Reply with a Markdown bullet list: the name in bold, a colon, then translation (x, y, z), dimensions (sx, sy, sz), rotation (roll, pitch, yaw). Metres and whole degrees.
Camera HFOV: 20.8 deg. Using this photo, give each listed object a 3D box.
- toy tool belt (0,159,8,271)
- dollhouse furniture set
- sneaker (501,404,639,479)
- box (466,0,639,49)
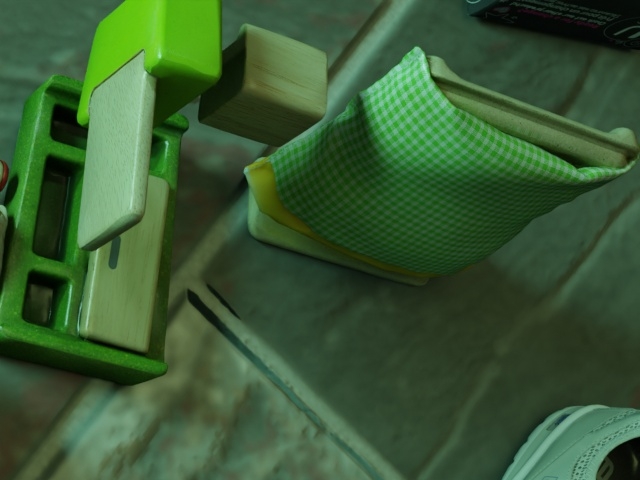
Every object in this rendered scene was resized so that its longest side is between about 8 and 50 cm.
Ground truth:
- **toy tool belt**: translation (-0.191, -0.010, 0.904), dimensions (0.051, 0.052, 0.083), rotation (19, 65, -37)
- **dollhouse furniture set**: translation (0.000, 0.000, 0.936), dimensions (0.301, 0.197, 0.151), rotation (16, 66, -28)
- **sneaker**: translation (0.131, 0.197, 1.012), dimensions (0.105, 0.115, 0.281), rotation (42, 57, -16)
- **box**: translation (0.189, -0.274, 1.181), dimensions (0.163, 0.142, 0.247), rotation (6, 71, -30)
